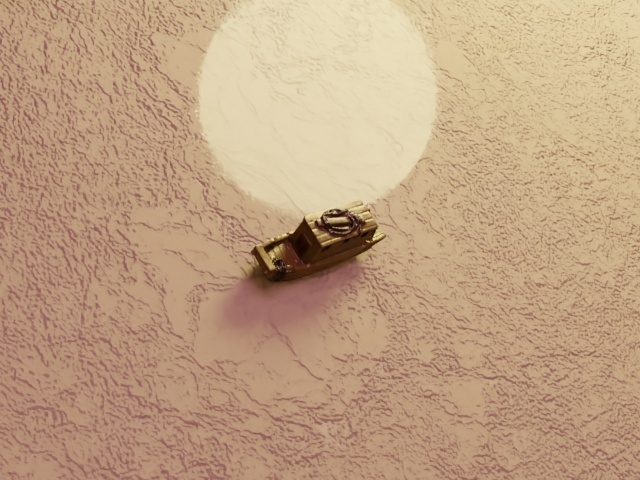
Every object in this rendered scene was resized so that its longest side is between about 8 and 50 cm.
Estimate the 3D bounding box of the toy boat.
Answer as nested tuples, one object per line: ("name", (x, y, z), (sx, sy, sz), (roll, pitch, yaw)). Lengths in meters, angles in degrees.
("toy boat", (0.000, 0.000, 1.663), (0.200, 0.077, 0.057), (-19, 69, -39))
